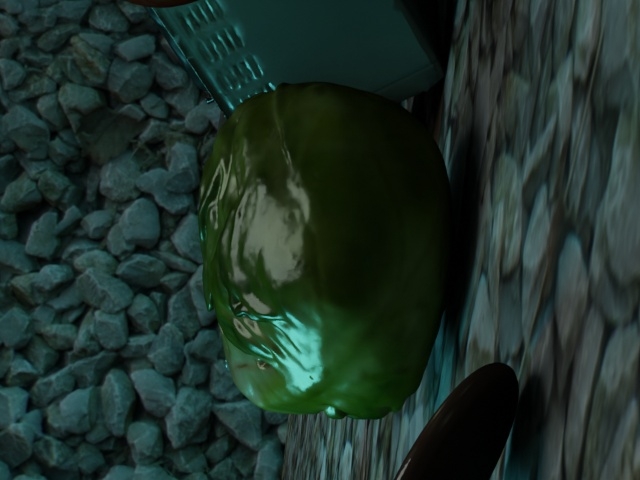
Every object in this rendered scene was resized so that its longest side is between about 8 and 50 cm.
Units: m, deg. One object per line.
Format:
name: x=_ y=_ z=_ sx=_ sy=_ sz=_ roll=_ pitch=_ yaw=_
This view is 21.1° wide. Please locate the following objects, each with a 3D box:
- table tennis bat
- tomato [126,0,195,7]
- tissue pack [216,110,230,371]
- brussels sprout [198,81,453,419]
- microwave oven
table tennis bat: x=0.080 y=0.151 z=0.724 sx=0.170 sy=0.119 sz=0.107 roll=-61 pitch=-23 yaw=1
tomato: x=-0.100 y=-0.232 z=1.076 sx=0.167 sy=0.167 sz=0.167 roll=-173 pitch=90 yaw=-87
tissue pack: x=-0.008 y=-0.028 z=1.370 sx=0.246 sy=0.136 sz=0.159 roll=-87 pitch=-7 yaw=-59
brussels sprout: x=0.010 y=0.009 z=1.060 sx=0.223 sy=0.161 sz=0.223 roll=168 pitch=90 yaw=-73
microwave oven: x=-0.033 y=-0.233 z=1.324 sx=0.237 sy=0.181 sz=0.295 roll=55 pitch=-161 yaw=-27
